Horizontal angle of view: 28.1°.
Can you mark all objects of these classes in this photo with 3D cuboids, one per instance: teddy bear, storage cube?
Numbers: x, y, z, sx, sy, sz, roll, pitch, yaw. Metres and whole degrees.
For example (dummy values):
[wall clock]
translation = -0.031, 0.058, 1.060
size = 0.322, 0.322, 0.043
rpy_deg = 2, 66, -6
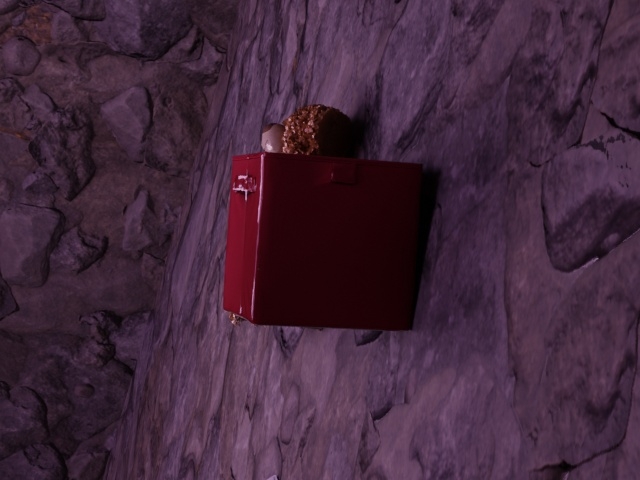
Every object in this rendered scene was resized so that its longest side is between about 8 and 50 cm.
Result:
[teddy bear]
translation = -0.061, -0.035, 1.806
size = 0.245, 0.113, 0.338
rpy_deg = -16, -60, -60
[storage cube]
translation = 0.000, 0.000, 1.491
size = 0.184, 0.215, 0.193
rpy_deg = -173, 87, -74

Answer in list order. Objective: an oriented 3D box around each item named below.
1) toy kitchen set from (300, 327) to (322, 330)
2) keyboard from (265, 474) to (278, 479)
[toy kitchen set]
translation = -0.017, 0.100, 1.736
size = 0.075, 0.068, 0.083
rpy_deg = -99, 24, -51
[keyboard]
translation = -0.070, 0.403, 1.746
size = 0.072, 0.014, 0.256
rpy_deg = -37, 22, 3
